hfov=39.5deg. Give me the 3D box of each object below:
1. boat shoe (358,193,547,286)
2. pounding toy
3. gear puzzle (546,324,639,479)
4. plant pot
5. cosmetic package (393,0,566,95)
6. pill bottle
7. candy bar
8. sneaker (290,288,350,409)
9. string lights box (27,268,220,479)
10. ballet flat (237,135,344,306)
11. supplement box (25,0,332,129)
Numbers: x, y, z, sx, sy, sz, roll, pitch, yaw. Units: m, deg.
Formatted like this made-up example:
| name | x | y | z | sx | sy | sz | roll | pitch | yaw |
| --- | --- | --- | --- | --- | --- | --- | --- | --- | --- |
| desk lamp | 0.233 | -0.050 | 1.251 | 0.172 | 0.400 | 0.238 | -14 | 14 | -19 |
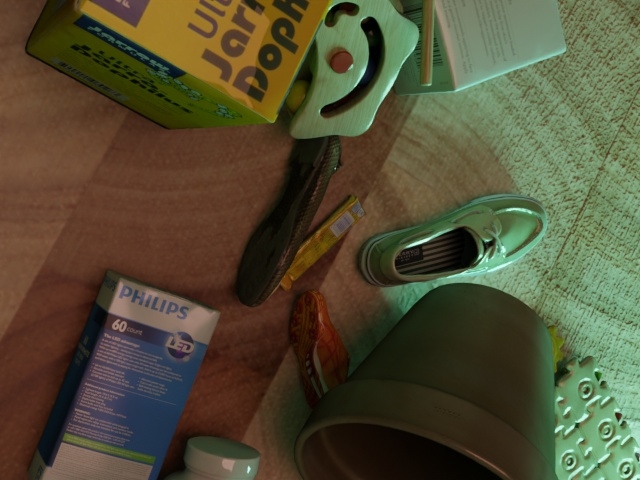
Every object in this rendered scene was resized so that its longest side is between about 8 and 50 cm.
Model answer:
| name | x | y | z | sx | sy | sz | roll | pitch | yaw |
| --- | --- | --- | --- | --- | --- | --- | --- | --- | --- |
| boat shoe | 0.201 | 0.010 | 1.229 | 0.302 | 0.094 | 0.109 | -17 | 102 | -22 |
| pounding toy | 0.034 | -0.225 | 1.029 | 0.154 | 0.155 | 0.270 | 12 | 125 | -26 |
| gear puzzle | 0.376 | 0.275 | 1.372 | 0.175 | 0.044 | 0.339 | -34 | 105 | -16 |
| plant pot | 0.165 | 0.213 | 1.125 | 0.323 | 0.323 | 0.280 | 46 | 50 | -22 |
| cosmetic package | 0.190 | -0.288 | 1.161 | 0.183 | 0.151 | 0.151 | -22 | 105 | -21 |
| pill bottle | -0.143 | 0.379 | 1.081 | 0.146 | 0.146 | 0.264 | 11 | 91 | -25 |
| candy bar | 0.000 | 0.000 | 1.177 | 0.161 | 0.018 | 0.040 | -43 | 114 | -15 |
| sneaker | 0.004 | 0.144 | 1.180 | 0.067 | 0.064 | 0.175 | -22 | 112 | -37 |
| string lights box | -0.232 | 0.180 | 1.057 | 0.133 | 0.076 | 0.260 | 23 | 86 | -25 |
| ballet flat | -0.033 | -0.027 | 1.133 | 0.058 | 0.084 | 0.250 | 31 | 78 | -40 |
| supplement box | -0.148 | -0.241 | 0.897 | 0.195 | 0.356 | 0.194 | 27 | 84 | -24 |
